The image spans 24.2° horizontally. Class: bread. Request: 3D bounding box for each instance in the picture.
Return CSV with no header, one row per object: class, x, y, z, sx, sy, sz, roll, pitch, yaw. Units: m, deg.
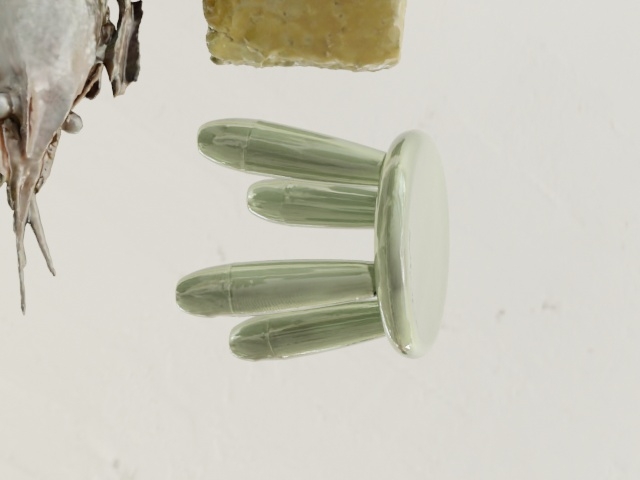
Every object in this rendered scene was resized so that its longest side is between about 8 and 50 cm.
bread,-0.002,-0.207,0.939,0.138,0.102,0.196,7,-65,-3

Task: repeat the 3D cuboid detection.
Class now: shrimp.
shrimp,-0.182,-0.112,0.861,0.145,0.343,0.116,-20,-33,38

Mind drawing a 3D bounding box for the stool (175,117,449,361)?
stool,0.000,0.000,1.289,0.198,0.195,0.195,2,-19,15
